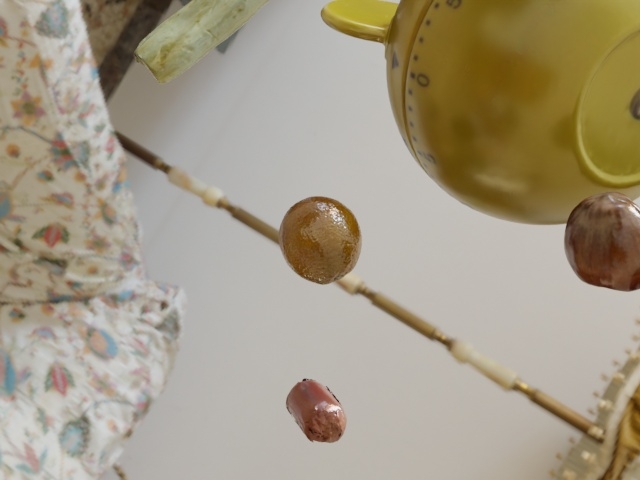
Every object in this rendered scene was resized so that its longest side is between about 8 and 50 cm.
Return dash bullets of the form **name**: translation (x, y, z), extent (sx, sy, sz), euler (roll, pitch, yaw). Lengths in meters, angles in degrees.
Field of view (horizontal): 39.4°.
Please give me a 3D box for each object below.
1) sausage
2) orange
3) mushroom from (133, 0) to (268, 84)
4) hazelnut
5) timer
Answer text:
- **sausage**: translation (-0.007, 0.268, 1.413), extent (0.076, 0.141, 0.076), euler (-6, 109, -18)
- **orange**: translation (0.000, 0.000, 0.839), extent (0.085, 0.085, 0.085), euler (-48, 157, -28)
- **mushroom**: translation (-0.183, -0.393, 1.551), extent (0.312, 0.100, 0.081), euler (-38, 145, -7)
- **hazelnut**: translation (0.241, 0.000, 0.732), extent (0.086, 0.086, 0.086), euler (-48, 157, -28)
- **timer**: translation (0.223, -0.200, 0.982), extent (0.376, 0.387, 0.376), euler (-11, 121, -20)
